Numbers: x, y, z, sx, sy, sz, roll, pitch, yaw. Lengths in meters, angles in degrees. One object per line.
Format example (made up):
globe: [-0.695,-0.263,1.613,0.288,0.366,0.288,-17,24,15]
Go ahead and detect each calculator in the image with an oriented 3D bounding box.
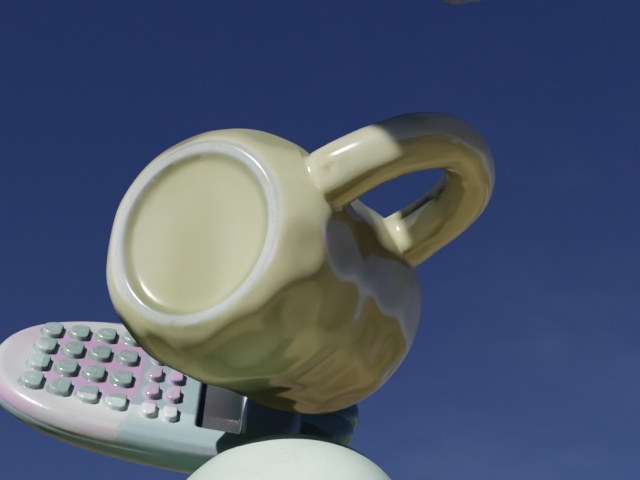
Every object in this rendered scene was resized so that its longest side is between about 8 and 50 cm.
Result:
calculator: [-0.115,0.126,0.980,0.298,0.185,0.041,12,-69,-7]

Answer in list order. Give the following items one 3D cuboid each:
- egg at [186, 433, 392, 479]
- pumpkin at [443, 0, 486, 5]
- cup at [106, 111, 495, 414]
egg: [-0.035,0.238,0.823,0.182,0.183,0.264,11,-43,-22]
pumpkin: [0.144,-0.423,1.537,0.280,0.190,0.139,10,-15,-39]
cup: [-0.002,0.019,0.850,0.255,0.173,0.202,-11,-23,23]
